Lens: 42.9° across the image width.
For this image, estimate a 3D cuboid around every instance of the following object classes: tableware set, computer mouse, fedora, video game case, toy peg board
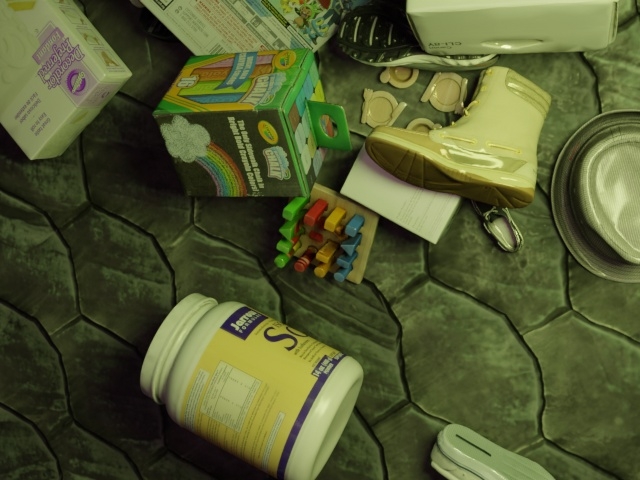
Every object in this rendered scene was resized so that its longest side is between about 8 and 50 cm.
[{"bbox_3d":[0.153,-0.230,1.347,0.168,0.020,0.141,28,108,12],"label":"tableware set"},{"bbox_3d":[-0.326,-0.421,1.476,0.242,0.041,0.071,32,92,19],"label":"computer mouse"},{"bbox_3d":[0.466,-0.058,1.212,0.243,0.124,0.276,-7,98,21],"label":"fedora"},{"bbox_3d":[-0.124,-0.425,1.329,0.300,0.036,0.329,-38,112,22],"label":"video game case"},{"bbox_3d":[0.000,0.000,1.383,0.160,0.079,0.161,24,132,14],"label":"toy peg board"}]

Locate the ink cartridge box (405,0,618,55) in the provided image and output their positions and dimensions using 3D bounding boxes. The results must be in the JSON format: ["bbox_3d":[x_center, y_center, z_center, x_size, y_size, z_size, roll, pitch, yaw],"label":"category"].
[{"bbox_3d":[0.275,-0.470,1.127,0.279,0.160,0.385,2,83,18],"label":"ink cartridge box"}]

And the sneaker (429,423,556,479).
[{"bbox_3d":[0.306,0.411,1.389,0.258,0.094,0.091,33,130,14],"label":"sneaker"}]

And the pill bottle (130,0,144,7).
[{"bbox_3d":[-0.241,-0.476,1.386,0.193,0.108,0.108,-15,95,10],"label":"pill bottle"}]

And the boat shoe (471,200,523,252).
[{"bbox_3d":[0.286,-0.034,1.327,0.046,0.038,0.125,-31,89,22],"label":"boat shoe"}]

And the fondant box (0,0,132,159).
[{"bbox_3d":[-0.549,-0.354,1.534,0.238,0.096,0.330,-41,86,21],"label":"fondant box"}]

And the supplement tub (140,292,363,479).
[{"bbox_3d":[-0.118,0.252,1.417,0.331,0.241,0.241,25,107,13],"label":"supplement tub"}]

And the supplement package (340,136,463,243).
[{"bbox_3d":[0.142,-0.087,1.332,0.179,0.105,0.105,30,108,11],"label":"supplement package"}]

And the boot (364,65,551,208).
[{"bbox_3d":[0.214,-0.176,1.241,0.261,0.095,0.203,16,68,5],"label":"boot"}]

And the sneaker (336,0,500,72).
[{"bbox_3d":[0.154,-0.307,1.285,0.271,0.108,0.100,11,85,19],"label":"sneaker"}]

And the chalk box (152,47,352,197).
[{"bbox_3d":[-0.088,-0.190,1.324,0.288,0.179,0.180,1,134,18],"label":"chalk box"}]
